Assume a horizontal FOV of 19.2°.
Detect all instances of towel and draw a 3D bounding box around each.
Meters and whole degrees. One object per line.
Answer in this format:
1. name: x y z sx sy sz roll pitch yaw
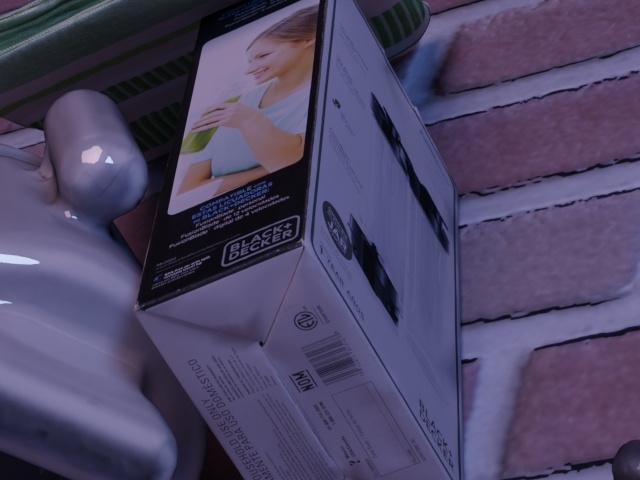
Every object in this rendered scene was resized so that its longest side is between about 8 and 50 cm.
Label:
1. towel: -0.072 -0.121 1.155 0.248 0.038 0.325 -21 -11 15

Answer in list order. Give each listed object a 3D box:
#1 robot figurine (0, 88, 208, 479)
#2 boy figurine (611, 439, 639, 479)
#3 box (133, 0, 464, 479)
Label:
1. robot figurine: -0.176 0.065 0.956 0.300 0.199 0.353 -57 24 6
2. boy figurine: 0.074 0.194 0.650 0.177 0.092 0.285 7 41 44
3. box: 0.000 0.000 0.958 0.087 0.169 0.290 -22 30 17
